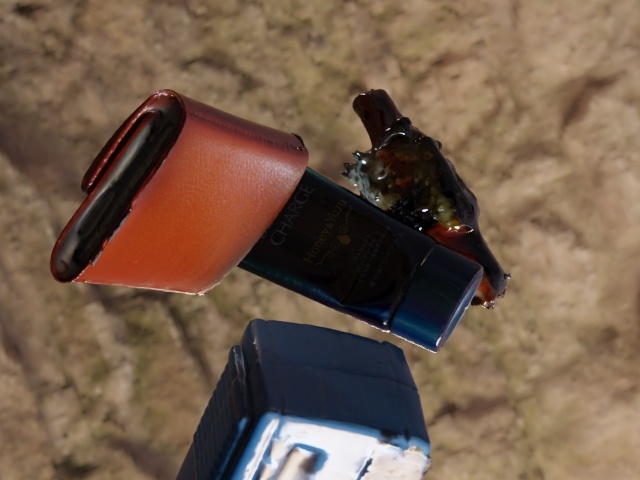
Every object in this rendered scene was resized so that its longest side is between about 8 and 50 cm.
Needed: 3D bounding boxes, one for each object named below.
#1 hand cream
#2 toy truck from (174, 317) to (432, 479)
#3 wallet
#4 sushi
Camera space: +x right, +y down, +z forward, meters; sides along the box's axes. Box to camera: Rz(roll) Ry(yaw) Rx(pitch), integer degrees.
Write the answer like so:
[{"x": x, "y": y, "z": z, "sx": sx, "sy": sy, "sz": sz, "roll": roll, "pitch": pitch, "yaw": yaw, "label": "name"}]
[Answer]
[{"x": 0.000, "y": 0.000, "z": 1.373, "sx": 0.270, "sy": 0.120, "sz": 0.061, "roll": 26, "pitch": 162, "yaw": 15, "label": "hand cream"}, {"x": -0.047, "y": 0.250, "z": 1.261, "sx": 0.161, "sy": 0.162, "sz": 0.385, "roll": -102, "pitch": 32, "yaw": -58, "label": "toy truck"}, {"x": -0.093, "y": -0.027, "z": 1.100, "sx": 0.045, "sy": 0.142, "sz": 0.204, "roll": 39, "pitch": -170, "yaw": 20, "label": "wallet"}, {"x": 0.087, "y": -0.030, "z": 1.454, "sx": 0.226, "sy": 0.103, "sz": 0.097, "roll": 63, "pitch": -169, "yaw": 6, "label": "sushi"}]
